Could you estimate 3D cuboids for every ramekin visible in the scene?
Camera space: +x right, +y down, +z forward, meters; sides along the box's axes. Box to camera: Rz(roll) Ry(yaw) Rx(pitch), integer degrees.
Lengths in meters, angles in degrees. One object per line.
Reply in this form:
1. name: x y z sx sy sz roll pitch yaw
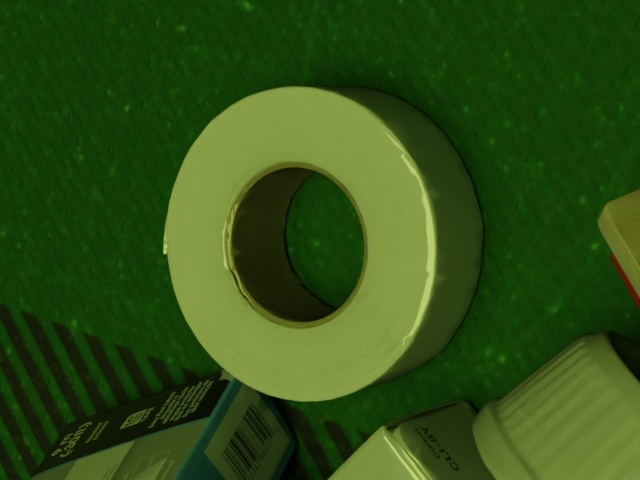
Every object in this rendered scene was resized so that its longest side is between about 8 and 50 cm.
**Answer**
1. ramekin: 0.258 0.187 1.341 0.273 0.273 0.127 46 102 19

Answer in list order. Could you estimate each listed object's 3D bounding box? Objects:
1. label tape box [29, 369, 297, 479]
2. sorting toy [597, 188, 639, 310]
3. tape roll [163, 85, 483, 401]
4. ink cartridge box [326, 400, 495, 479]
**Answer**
1. label tape box: -0.220 0.271 1.624 0.348 0.249 0.115 -19 114 30
2. sorting toy: 0.367 0.054 1.289 0.255 0.257 0.089 62 161 18
3. tape roll: 0.000 0.000 1.562 0.286 0.100 0.286 4 97 30
4. ink cartridge box: 0.061 0.371 1.526 0.279 0.160 0.384 51 117 17
